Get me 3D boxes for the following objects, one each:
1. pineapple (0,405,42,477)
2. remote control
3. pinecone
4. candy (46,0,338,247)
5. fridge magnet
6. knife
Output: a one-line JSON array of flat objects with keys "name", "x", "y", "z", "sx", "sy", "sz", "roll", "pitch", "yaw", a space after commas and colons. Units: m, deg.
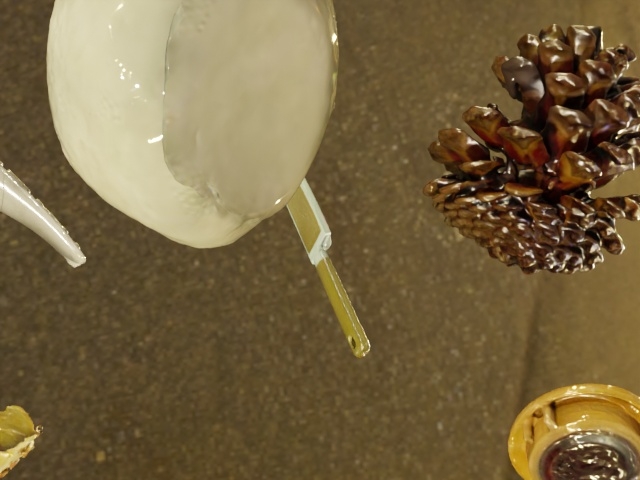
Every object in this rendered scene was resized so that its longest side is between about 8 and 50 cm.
[{"name": "pineapple", "x": -0.547, "y": 0.328, "z": 1.783, "sx": 0.236, "sy": 0.186, "sz": 0.114, "roll": -38, "pitch": 74, "yaw": -21}, {"name": "remote control", "x": -0.339, "y": -0.052, "z": 1.230, "sx": 0.229, "sy": 0.073, "sz": 0.044, "roll": 47, "pitch": 74, "yaw": -10}, {"name": "pinecone", "x": 0.245, "y": -0.106, "z": 1.259, "sx": 0.246, "sy": 0.246, "sz": 0.292, "roll": 43, "pitch": 62, "yaw": -45}, {"name": "candy", "x": -0.098, "y": -0.142, "z": 0.912, "sx": 0.295, "sy": 0.185, "sz": 0.295, "roll": -37, "pitch": 137, "yaw": -45}, {"name": "fridge magnet", "x": 0.247, "y": 0.193, "z": 1.078, "sx": 0.143, "sy": 0.143, "sz": 0.063, "roll": 59, "pitch": 20, "yaw": -28}, {"name": "knife", "x": 0.000, "y": -0.001, "z": 1.497, "sx": 0.027, "sy": 0.061, "sz": 0.343, "roll": -5, "pitch": 53, "yaw": -28}]
